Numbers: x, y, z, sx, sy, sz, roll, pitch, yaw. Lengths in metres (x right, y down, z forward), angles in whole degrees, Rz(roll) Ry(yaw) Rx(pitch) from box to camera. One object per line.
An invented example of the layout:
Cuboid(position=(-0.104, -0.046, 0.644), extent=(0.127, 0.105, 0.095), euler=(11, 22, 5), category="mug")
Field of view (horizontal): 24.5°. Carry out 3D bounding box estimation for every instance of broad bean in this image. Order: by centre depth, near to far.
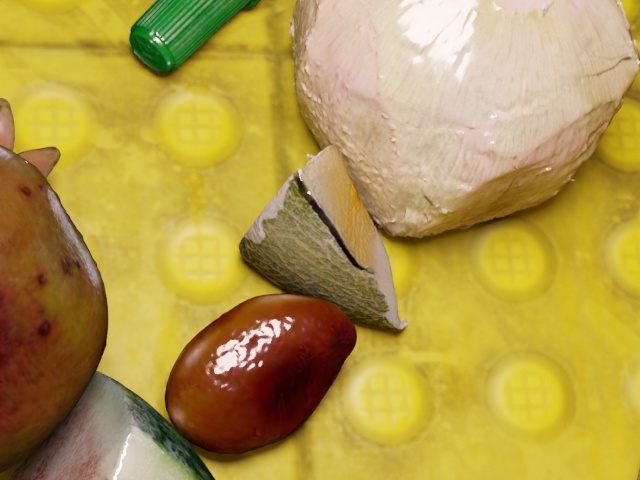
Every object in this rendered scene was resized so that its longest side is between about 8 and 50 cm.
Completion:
Cuboid(position=(-0.051, 0.107, 1.207), extent=(0.114, 0.084, 0.165), euler=(46, 71, -1), category="broad bean")

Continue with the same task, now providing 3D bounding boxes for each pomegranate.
Cuboid(position=(-0.312, 0.030, 1.113), extent=(0.290, 0.291, 0.323), euler=(-6, 29, -14), category="pomegranate")

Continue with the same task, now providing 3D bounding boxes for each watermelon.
Cuboid(position=(-0.152, 0.250, 1.113), extent=(0.231, 0.193, 0.310), euler=(-12, 83, -36), category="watermelon")

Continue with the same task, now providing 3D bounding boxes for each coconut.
Cuboid(position=(0.119, -0.167, 1.260), extent=(0.297, 0.254, 0.297), euler=(4, 68, -10), category="coconut")

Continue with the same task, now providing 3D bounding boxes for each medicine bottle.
Cuboid(position=(-0.060, -0.268, 1.364), extent=(0.111, 0.076, 0.309), euler=(38, 67, 7), category="medicine bottle")

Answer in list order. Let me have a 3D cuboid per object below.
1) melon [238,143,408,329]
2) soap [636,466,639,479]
Cuboid(position=(-0.004, 0.003, 1.251), extent=(0.139, 0.202, 0.093), euler=(-8, 41, 31), category="melon")
Cuboid(position=(0.359, 0.172, 1.199), extent=(0.138, 0.199, 0.182), euler=(21, 66, -5), category="soap")
